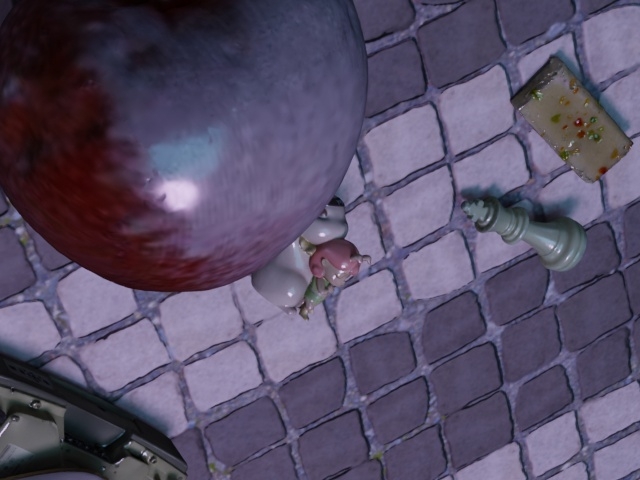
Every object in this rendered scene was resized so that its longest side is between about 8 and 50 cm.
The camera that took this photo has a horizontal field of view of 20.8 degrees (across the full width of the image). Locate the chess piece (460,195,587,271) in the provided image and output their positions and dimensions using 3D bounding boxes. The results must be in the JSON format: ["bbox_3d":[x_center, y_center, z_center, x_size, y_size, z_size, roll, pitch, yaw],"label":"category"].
[{"bbox_3d":[0.205,-0.015,1.807,0.149,0.059,0.059,22,109,-32],"label":"chess piece"}]

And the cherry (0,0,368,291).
[{"bbox_3d":[-0.107,-0.116,1.432,0.326,0.291,0.335,-53,149,-1],"label":"cherry"}]

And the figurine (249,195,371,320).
[{"bbox_3d":[0.003,0.001,1.687,0.098,0.081,0.146,35,102,-3],"label":"figurine"}]

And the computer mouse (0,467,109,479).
[{"bbox_3d":[-0.300,0.283,1.611,0.245,0.056,0.126,-16,126,-19],"label":"computer mouse"}]

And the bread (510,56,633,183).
[{"bbox_3d":[0.257,-0.120,1.780,0.068,0.028,0.154,-43,129,6],"label":"bread"}]

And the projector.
[{"bbox_3d":[-0.276,0.235,1.689,0.269,0.088,0.193,32,100,-39],"label":"projector"}]
